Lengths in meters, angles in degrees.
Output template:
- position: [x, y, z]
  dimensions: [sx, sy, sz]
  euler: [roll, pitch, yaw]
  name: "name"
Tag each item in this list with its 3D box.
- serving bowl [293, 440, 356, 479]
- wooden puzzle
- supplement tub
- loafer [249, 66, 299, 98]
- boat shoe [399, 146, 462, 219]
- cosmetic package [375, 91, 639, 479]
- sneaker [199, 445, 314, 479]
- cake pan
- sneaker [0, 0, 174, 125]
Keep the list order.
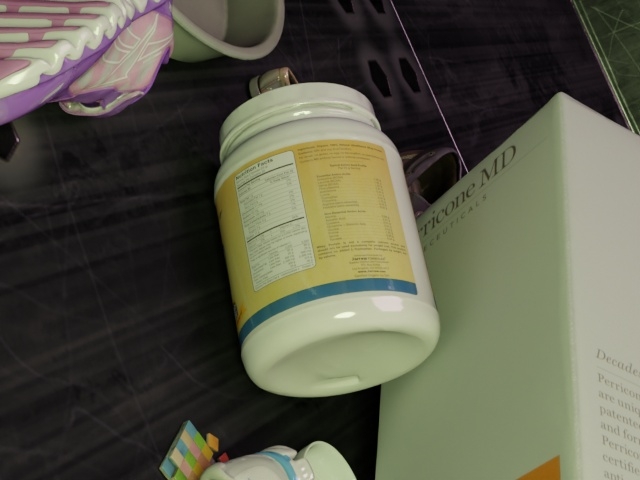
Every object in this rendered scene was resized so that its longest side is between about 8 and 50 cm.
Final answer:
- position: [0.000, 0.187, 0.972]
  dimensions: [0.083, 0.027, 0.083]
  euler: [44, 32, -38]
  name: "serving bowl"
- position: [-0.080, 0.148, 0.873]
  dimensions: [0.049, 0.006, 0.083]
  euler: [57, 26, -18]
  name: "wooden puzzle"
- position: [0.000, 0.000, 1.003]
  dimensions: [0.144, 0.144, 0.200]
  euler: [29, 43, -53]
  name: "supplement tub"
- position: [-0.013, -0.104, 1.200]
  dimensions: [0.125, 0.039, 0.045]
  euler: [45, 30, -37]
  name: "loafer"
- position: [0.079, 0.000, 1.224]
  dimensions: [0.103, 0.092, 0.285]
  euler: [54, 27, -23]
  name: "boat shoe"
- position: [0.163, 0.145, 0.957]
  dimensions: [0.161, 0.230, 0.453]
  euler: [26, 45, -21]
  name: "cosmetic package"
- position: [-0.035, 0.222, 0.839]
  dimensions: [0.083, 0.071, 0.191]
  euler: [6, 59, -47]
  name: "sneaker"
- position: [-0.133, -0.268, 1.094]
  dimensions: [0.293, 0.054, 0.293]
  euler: [45, 32, -38]
  name: "cake pan"
- position: [-0.155, -0.119, 0.880]
  dimensions: [0.236, 0.095, 0.104]
  euler: [-54, 149, -52]
  name: "sneaker"
